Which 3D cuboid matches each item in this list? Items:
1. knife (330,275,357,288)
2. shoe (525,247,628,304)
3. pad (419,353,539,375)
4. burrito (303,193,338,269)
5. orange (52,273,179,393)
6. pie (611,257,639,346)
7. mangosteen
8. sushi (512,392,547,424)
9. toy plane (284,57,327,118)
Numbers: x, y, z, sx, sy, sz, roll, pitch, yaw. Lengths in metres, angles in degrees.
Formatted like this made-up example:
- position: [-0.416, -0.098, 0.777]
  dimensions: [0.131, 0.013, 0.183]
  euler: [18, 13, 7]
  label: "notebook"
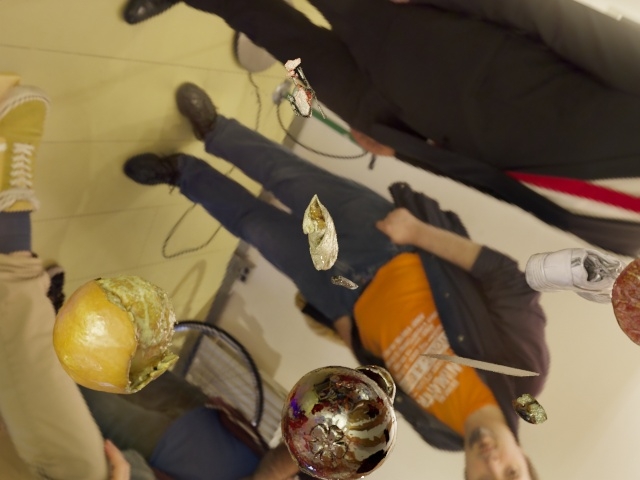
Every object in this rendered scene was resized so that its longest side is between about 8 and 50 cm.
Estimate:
- position: [0.070, 0.122, 2.010]
  dimensions: [0.031, 0.018, 0.121]
  euler: [-24, 149, 26]
  label: "knife"
- position: [0.514, 0.062, 1.308]
  dimensions: [0.137, 0.245, 0.095]
  euler: [163, -66, -68]
  label: "shoe"
- position: [0.393, 0.308, 1.762]
  dimensions: [0.176, 0.266, 0.002]
  euler: [12, 86, -54]
  label: "pad"
- position: [0.000, 0.000, 1.893]
  dimensions: [0.392, 0.076, 0.117]
  euler: [76, 25, -70]
  label: "burrito"
- position: [-0.243, 0.116, 0.863]
  dimensions: [0.156, 0.134, 0.156]
  euler: [-32, 155, -17]
  label: "orange"
- position: [0.497, 0.096, 1.049]
  dimensions: [0.036, 0.154, 0.154]
  euler: [-18, 139, -34]
  label: "pie"
- position: [0.033, 0.304, 1.194]
  dimensions: [0.210, 0.210, 0.210]
  euler: [-43, 155, -26]
  label: "mangosteen"
- position: [0.431, 0.355, 1.477]
  dimensions: [0.046, 0.083, 0.044]
  euler: [-20, 111, -8]
  label: "sushi"
- position: [-0.042, -0.317, 1.518]
  dimensions: [0.060, 0.145, 0.037]
  euler: [-23, 179, 13]
  label: "toy plane"
